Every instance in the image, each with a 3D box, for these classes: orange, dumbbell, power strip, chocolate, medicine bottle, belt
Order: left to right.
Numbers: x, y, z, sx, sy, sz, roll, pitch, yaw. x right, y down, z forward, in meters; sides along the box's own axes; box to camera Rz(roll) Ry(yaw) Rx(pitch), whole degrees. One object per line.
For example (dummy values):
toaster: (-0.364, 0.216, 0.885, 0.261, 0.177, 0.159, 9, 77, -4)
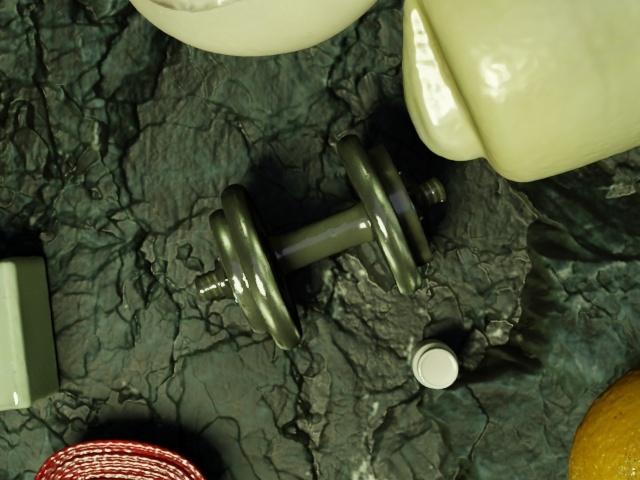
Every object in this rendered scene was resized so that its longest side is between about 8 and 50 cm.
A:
power strip: (-0.379, 0.136, 1.163, 0.140, 0.139, 0.225, -8, 89, 1)
belt: (-0.216, 0.296, 1.169, 0.200, 0.124, 0.128, 8, 71, -3)
dumbbell: (0.000, 0.000, 1.128, 0.289, 0.192, 0.192, -23, 89, 1)
medicine bottle: (0.129, 0.140, 1.174, 0.052, 0.089, 0.052, 0, 90, 1)
chocolate: (0.220, -0.230, 1.069, 0.296, 0.314, 0.326, -14, 88, 6)
orange: (0.394, 0.259, 1.081, 0.274, 0.274, 0.274, 0, 90, 2)

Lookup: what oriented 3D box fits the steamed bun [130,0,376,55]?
steamed bun: (-0.052, -0.367, 1.094, 0.374, 0.241, 0.375, -6, 75, 23)
